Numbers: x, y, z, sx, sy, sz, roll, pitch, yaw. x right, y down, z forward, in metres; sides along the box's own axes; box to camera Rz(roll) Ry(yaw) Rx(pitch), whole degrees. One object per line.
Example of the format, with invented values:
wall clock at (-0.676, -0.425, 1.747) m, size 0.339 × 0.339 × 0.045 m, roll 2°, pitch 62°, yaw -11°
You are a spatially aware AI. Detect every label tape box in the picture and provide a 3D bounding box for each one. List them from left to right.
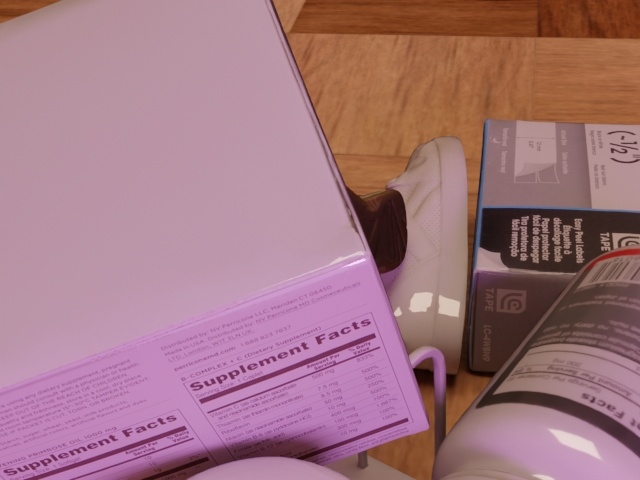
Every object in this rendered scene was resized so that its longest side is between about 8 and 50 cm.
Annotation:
label tape box at (0.304, 0.003, 0.888) m, size 0.348 × 0.115 × 0.249 m, roll 1°, pitch 34°, yaw 11°

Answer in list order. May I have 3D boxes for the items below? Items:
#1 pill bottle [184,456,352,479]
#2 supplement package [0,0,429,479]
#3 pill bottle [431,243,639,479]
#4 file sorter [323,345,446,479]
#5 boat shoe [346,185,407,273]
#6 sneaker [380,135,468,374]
pill bottle at (-0.020, 0.218, 0.494) m, size 0.121 × 0.221 × 0.121 m, roll -3°, pitch 33°, yaw 2°
supplement package at (-0.087, -0.007, 0.567) m, size 0.204 × 0.145 × 0.261 m, roll -20°, pitch 47°, yaw 2°
pill bottle at (0.170, 0.136, 0.656) m, size 0.161 × 0.161 × 0.283 m, roll 19°, pitch 40°, yaw 30°
file sorter at (-0.076, 0.124, 0.689) m, size 0.278 × 0.173 × 0.193 m, roll 21°, pitch 41°, yaw 32°
boat shoe at (0.000, -0.001, 0.761) m, size 0.073 × 0.080 × 0.223 m, roll -6°, pitch 2°, yaw 23°
sneaker at (0.042, -0.006, 0.932) m, size 0.169 × 0.108 × 0.292 m, roll 4°, pitch 35°, yaw 5°
